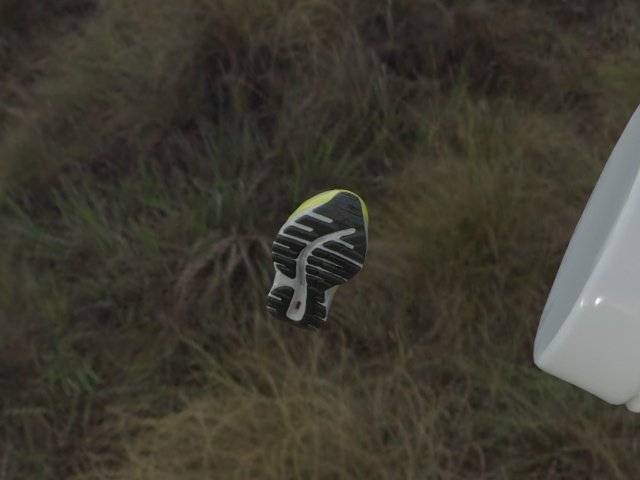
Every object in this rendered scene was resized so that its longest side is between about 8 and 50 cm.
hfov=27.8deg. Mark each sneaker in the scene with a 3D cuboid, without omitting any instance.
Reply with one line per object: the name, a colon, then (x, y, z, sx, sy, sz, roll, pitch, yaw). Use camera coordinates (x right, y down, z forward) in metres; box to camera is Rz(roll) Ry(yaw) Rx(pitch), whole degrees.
sneaker: (0.000, 0.000, 1.218, 0.081, 0.208, 0.094, 25, 58, -3)

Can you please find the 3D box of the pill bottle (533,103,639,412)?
pill bottle: (0.309, 0.061, 0.663, 0.361, 0.204, 0.204, 24, 58, 4)
